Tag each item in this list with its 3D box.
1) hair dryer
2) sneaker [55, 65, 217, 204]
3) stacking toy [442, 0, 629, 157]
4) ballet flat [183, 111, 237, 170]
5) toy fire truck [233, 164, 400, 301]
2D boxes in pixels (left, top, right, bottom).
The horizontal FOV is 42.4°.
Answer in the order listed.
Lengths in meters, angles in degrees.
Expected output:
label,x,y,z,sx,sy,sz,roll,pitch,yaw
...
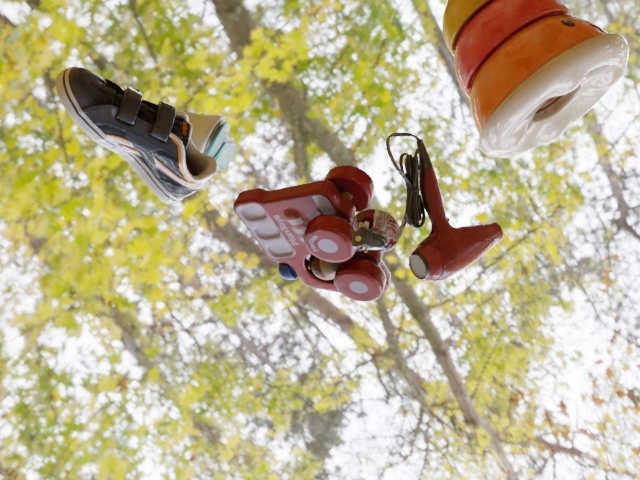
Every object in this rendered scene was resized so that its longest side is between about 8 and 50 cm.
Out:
label,x,y,z,sx,sy,sz,roll,pitch,yaw
hair dryer,0.206,-0.039,1.417,0.080,0.294,0.223,18,-95,58
sneaker,-0.310,-0.202,1.449,0.128,0.321,0.126,-24,-137,23
stacking toy,0.369,-0.445,1.732,0.351,0.350,0.479,-35,-107,4
ballet flat,-0.281,-0.233,1.912,0.139,0.139,0.400,-38,180,-1
toy fire truck,0.000,0.000,1.617,0.254,0.302,0.169,-7,-134,30
